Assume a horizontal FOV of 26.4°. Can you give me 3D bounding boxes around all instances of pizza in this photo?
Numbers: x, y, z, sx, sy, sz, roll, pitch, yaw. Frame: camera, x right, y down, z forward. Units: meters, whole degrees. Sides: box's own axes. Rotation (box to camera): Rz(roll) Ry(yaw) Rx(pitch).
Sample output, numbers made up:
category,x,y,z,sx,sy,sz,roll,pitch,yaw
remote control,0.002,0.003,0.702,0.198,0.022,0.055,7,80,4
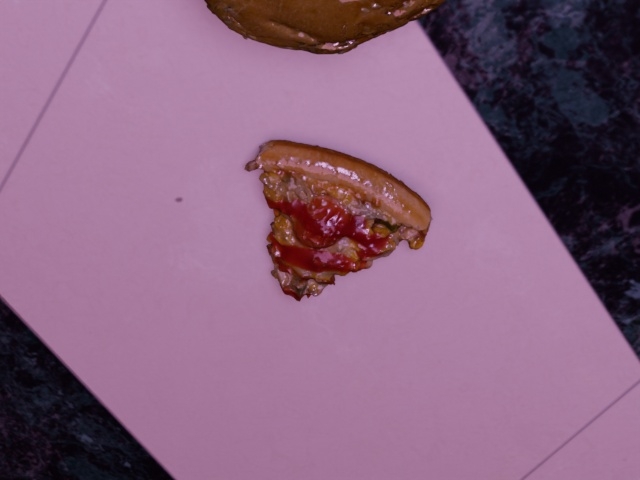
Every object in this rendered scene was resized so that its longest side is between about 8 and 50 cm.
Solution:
category,x,y,z,sx,sy,sz,roll,pitch,yaw
pizza,0.000,0.000,1.344,0.188,0.062,0.199,21,133,-2

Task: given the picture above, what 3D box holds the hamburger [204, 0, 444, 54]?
category,x,y,z,sx,sy,sz,roll,pitch,yaw
hamburger,-0.008,-0.282,1.057,0.265,0.134,0.285,-23,123,31
